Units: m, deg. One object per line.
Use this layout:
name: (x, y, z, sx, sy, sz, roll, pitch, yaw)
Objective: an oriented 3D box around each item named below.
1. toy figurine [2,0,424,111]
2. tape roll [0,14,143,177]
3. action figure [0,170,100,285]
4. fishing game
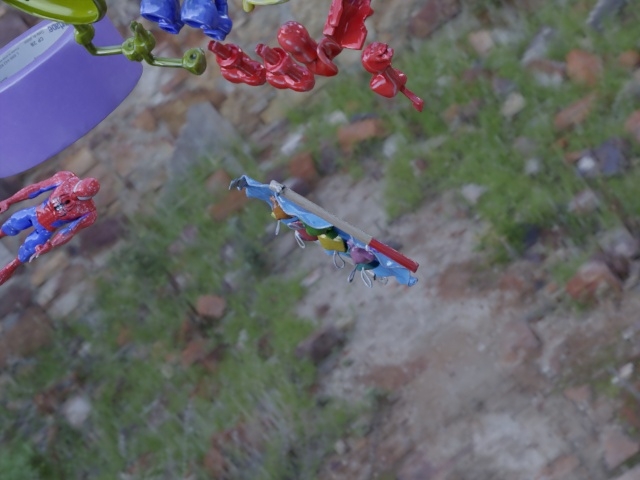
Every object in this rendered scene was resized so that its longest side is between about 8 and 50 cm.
toy figurine: (-0.068, -0.244, 0.837, 0.362, 0.191, 0.217, 15, 84, 36)
tape roll: (-0.274, -0.151, 1.142, 0.189, 0.080, 0.189, -27, 28, 15)
action figure: (-0.395, -0.008, 1.521, 0.280, 0.091, 0.139, -29, 3, 38)
fishing game: (0.000, 0.000, 1.032, 0.041, 0.189, 0.264, -59, 4, -4)
